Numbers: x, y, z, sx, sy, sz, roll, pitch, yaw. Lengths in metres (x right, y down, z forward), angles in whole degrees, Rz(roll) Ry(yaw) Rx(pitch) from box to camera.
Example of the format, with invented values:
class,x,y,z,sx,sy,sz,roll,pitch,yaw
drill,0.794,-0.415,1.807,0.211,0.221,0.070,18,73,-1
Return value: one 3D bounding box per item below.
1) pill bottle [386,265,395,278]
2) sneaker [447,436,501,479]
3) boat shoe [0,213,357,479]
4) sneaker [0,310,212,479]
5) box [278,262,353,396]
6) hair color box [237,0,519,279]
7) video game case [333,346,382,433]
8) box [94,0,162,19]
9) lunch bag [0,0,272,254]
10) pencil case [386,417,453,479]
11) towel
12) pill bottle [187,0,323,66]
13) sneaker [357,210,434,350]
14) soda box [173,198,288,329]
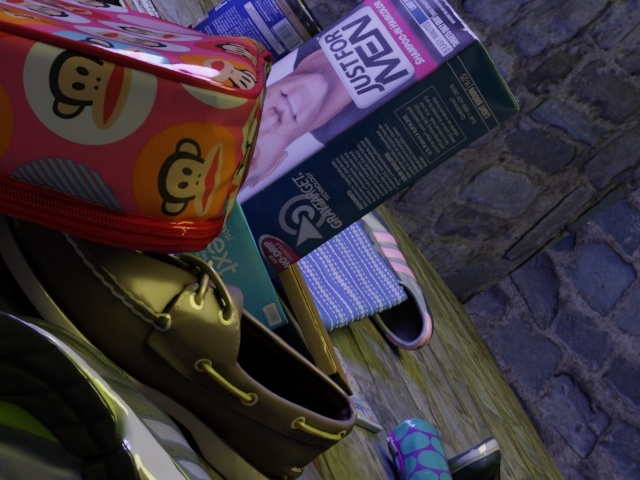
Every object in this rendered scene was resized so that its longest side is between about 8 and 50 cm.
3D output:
class,x,y,z,sx,sy,sz,roll,pitch,yaw
pill bottle,0.048,0.040,1.691,0.152,0.086,0.086,48,11,-40
sneaker,0.216,0.341,1.343,0.163,0.086,0.226,60,-7,25
boat shoe,-0.090,0.065,0.759,0.324,0.096,0.117,49,11,-36
sneaker,-0.072,0.148,0.520,0.300,0.111,0.121,56,4,-8
box,-0.018,0.074,1.221,0.164,0.021,0.201,65,1,-72
hair color box,0.004,-0.108,1.102,0.105,0.347,0.174,49,10,-40
video game case,0.030,0.174,1.322,0.122,0.011,0.087,60,9,27
box,-0.208,-0.262,0.967,0.207,0.036,0.114,62,10,3
lunch bag,-0.164,-0.096,0.673,0.258,0.120,0.293,17,13,-3
pencil case,0.115,0.268,1.250,0.070,0.065,0.152,14,20,-10
towel,0.000,0.000,1.483,0.243,0.040,0.336,58,22,9
pill bottle,-0.115,-0.274,1.529,0.123,0.219,0.123,54,8,-11
sneaker,0.094,0.046,1.841,0.319,0.112,0.131,54,5,-5
soda box,-0.099,-0.014,0.915,0.071,0.067,0.210,-126,-166,-61
